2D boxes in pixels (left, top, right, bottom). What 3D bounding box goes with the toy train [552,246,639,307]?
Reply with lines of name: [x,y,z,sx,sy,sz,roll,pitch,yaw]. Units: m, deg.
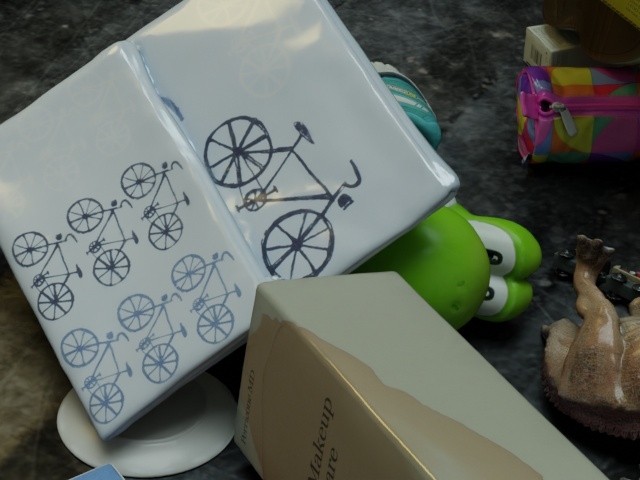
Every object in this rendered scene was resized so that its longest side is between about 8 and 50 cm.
toy train: [0.271,0.042,1.602,0.158,0.027,0.036,26,30,31]

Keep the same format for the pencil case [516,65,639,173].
pencil case: [0.297,-0.119,1.773,0.236,0.104,0.104,-2,35,-5]

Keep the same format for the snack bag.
snack bag: [-0.094,-0.054,1.476,0.342,0.037,0.323,-34,57,3]

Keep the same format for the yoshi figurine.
yoshi figurine: [-0.004,-0.008,1.531,0.362,0.203,0.203,13,49,11]

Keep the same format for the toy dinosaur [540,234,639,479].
toy dinosaur: [0.252,0.114,1.427,0.295,0.127,0.200,9,72,41]

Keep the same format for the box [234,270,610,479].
box: [0.060,0.152,1.282,0.121,0.148,0.311,-3,25,-26]

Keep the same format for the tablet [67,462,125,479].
tablet: [-0.176,0.194,1.370,0.083,0.006,0.054,-21,45,-27]

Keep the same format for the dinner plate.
dinner plate: [-0.134,0.132,1.458,0.141,0.017,0.141,2,33,-1]

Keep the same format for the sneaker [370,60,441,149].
sneaker: [-0.012,-0.093,1.722,0.275,0.107,0.110,-18,49,-26]

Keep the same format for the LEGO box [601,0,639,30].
LEGO box: [0.464,-0.265,1.625,0.500,0.193,0.372,40,47,15]

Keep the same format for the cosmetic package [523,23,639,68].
cosmetic package: [0.274,-0.199,1.936,0.115,0.041,0.060,-10,36,-17]

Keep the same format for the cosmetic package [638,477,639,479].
cosmetic package: [0.408,0.196,1.062,0.327,0.329,0.394,10,31,-11]

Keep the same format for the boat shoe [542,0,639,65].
boat shoe: [0.299,-0.224,1.799,0.098,0.109,0.302,11,10,-12]
